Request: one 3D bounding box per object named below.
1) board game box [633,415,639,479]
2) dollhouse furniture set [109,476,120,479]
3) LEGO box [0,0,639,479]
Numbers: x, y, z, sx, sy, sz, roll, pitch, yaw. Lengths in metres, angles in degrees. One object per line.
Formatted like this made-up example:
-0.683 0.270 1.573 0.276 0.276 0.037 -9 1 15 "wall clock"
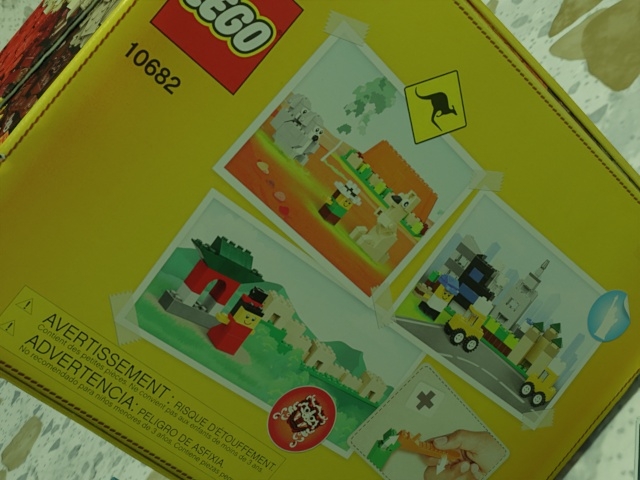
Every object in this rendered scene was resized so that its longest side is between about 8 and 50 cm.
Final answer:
0.268 0.221 0.565 0.193 0.053 0.305 -23 38 40 "board game box"
-0.135 0.290 0.937 0.129 0.184 0.129 -49 27 3 "dollhouse furniture set"
0.000 0.000 0.752 0.372 0.500 0.193 -50 28 0 "LEGO box"
